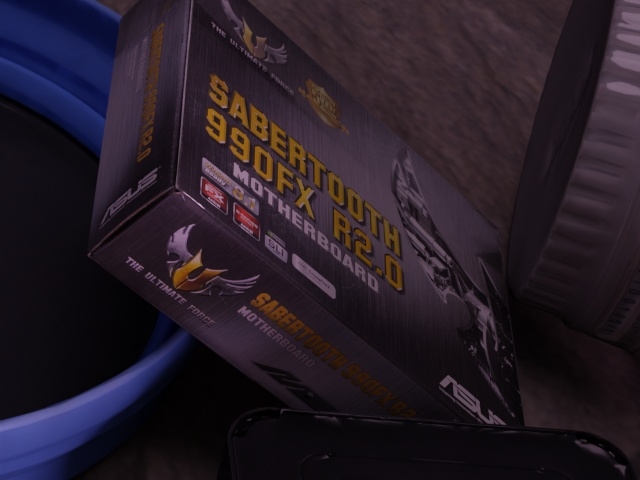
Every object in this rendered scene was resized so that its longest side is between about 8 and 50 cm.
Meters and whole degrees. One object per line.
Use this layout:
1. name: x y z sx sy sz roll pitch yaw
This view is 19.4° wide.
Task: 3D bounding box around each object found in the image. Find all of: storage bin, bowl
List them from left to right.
1. bowl: -0.233 -0.019 0.887 0.391 0.077 0.391 10 38 -8
2. storage bin: 0.045 0.145 0.779 0.180 0.084 0.122 6 39 -14

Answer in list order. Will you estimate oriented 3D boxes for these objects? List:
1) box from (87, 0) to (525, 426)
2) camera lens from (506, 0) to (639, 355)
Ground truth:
1. box: 0.000 0.000 0.871 0.231 0.056 0.183 41 29 -28
2. camera lens: 0.254 -0.029 0.961 0.274 0.219 0.219 15 38 -2
